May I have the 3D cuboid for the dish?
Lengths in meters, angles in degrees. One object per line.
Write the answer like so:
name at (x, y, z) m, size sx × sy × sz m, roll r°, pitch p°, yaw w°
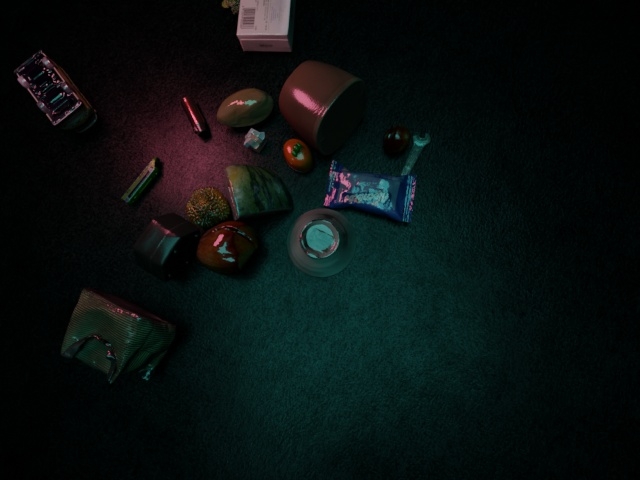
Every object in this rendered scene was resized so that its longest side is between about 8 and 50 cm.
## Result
dish at (0.000, 0.000, 1.538) m, size 0.261 × 0.085 × 0.260 m, roll -1°, pitch 80°, yaw 5°

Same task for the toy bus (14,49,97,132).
toy bus at (-1.027, -0.567, 1.679) m, size 0.143 × 0.179 × 0.305 m, roll -40°, pitch 79°, yaw -2°

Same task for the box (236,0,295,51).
box at (-0.213, -0.909, 1.705) m, size 0.203 × 0.116 × 0.273 m, roll 2°, pitch 79°, yaw 5°

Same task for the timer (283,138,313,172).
timer at (-0.086, -0.320, 1.587) m, size 0.136 × 0.136 × 0.099 m, roll 39°, pitch 90°, yaw 10°

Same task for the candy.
candy at (0.182, -0.182, 1.557) m, size 0.332 × 0.077 × 0.186 m, roll 10°, pitch 87°, yaw 15°

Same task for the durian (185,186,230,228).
durian at (-0.420, -0.121, 1.570) m, size 0.158 × 0.137 × 0.168 m, roll -33°, pitch 69°, yaw -4°

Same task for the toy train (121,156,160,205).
toy train at (-0.685, -0.231, 1.657) m, size 0.042 × 0.044 × 0.209 m, roll 36°, pitch 85°, yaw 10°

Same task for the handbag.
handbag at (-0.690, 0.329, 1.451) m, size 0.341 × 0.247 × 0.240 m, roll 18°, pitch 79°, yaw 19°

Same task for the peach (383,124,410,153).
peach at (0.283, -0.373, 1.580) m, size 0.101 × 0.100 × 0.100 m, roll -1°, pitch 80°, yaw 5°

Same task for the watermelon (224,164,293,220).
watermelon at (-0.250, -0.158, 1.575) m, size 0.262 × 0.201 × 0.212 m, roll -7°, pitch 71°, yaw -42°

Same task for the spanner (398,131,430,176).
spanner at (0.332, -0.277, 1.596) m, size 0.071 × 0.017 × 0.301 m, roll 24°, pitch 82°, yaw 10°

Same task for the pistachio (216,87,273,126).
pistachio at (-0.291, -0.509, 1.640) m, size 0.226 × 0.136 × 0.135 m, roll -19°, pitch 79°, yaw 7°

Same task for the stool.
stool at (-0.538, 0.023, 1.514) m, size 0.141 × 0.232 × 0.232 m, roll 30°, pitch 83°, yaw 7°

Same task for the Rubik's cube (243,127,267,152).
Rubik's cube at (-0.257, -0.387, 1.636) m, size 0.084 × 0.073 × 0.075 m, roll 13°, pitch 80°, yaw 5°

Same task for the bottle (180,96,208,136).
bottle at (-0.498, -0.487, 1.682) m, size 0.060 × 0.060 × 0.164 m, roll -28°, pitch 79°, yaw -1°

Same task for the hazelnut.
hazelnut at (-0.333, 0.020, 1.511) m, size 0.181 × 0.181 × 0.212 m, roll 37°, pitch 41°, yaw -11°

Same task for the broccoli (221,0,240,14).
broccoli at (-0.370, -0.997, 1.768) m, size 0.092 × 0.097 × 0.095 m, roll -20°, pitch 47°, yaw 42°

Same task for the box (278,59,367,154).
box at (0.002, -0.486, 1.527) m, size 0.216 × 0.301 × 0.301 m, roll 38°, pitch 85°, yaw 15°
